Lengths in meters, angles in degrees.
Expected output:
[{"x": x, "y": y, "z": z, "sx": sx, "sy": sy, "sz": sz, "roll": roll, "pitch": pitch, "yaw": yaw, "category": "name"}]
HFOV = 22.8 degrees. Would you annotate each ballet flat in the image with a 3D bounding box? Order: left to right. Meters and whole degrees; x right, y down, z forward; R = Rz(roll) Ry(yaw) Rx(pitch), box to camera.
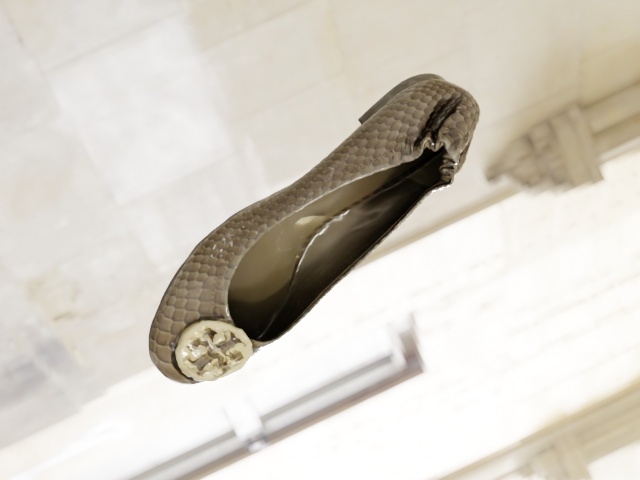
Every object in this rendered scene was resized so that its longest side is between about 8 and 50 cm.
[{"x": 0.000, "y": 0.000, "z": 0.942, "sx": 0.084, "sy": 0.250, "sz": 0.058, "roll": 48, "pitch": 0, "yaw": -43, "category": "ballet flat"}]
